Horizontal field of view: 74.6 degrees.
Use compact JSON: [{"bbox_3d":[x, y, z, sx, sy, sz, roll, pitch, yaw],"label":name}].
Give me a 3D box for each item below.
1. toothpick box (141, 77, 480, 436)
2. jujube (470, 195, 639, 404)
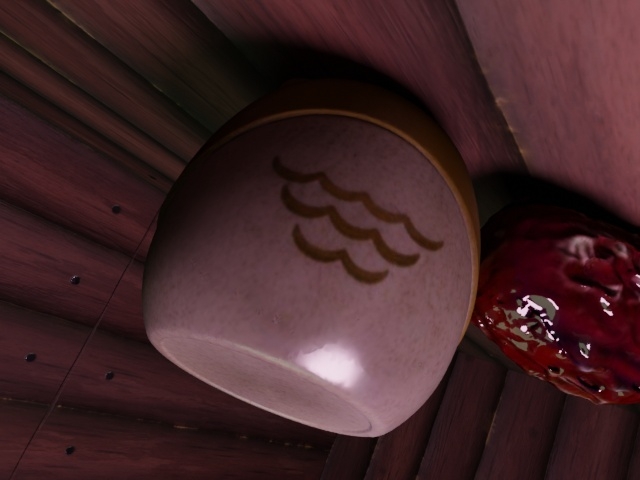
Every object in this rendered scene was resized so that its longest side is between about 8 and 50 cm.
[{"bbox_3d":[0.005,0.003,0.582,0.408,0.425,0.409,17,149,10],"label":"toothpick box"},{"bbox_3d":[0.380,0.092,0.624,0.376,0.259,0.258,25,167,-9],"label":"jujube"}]
